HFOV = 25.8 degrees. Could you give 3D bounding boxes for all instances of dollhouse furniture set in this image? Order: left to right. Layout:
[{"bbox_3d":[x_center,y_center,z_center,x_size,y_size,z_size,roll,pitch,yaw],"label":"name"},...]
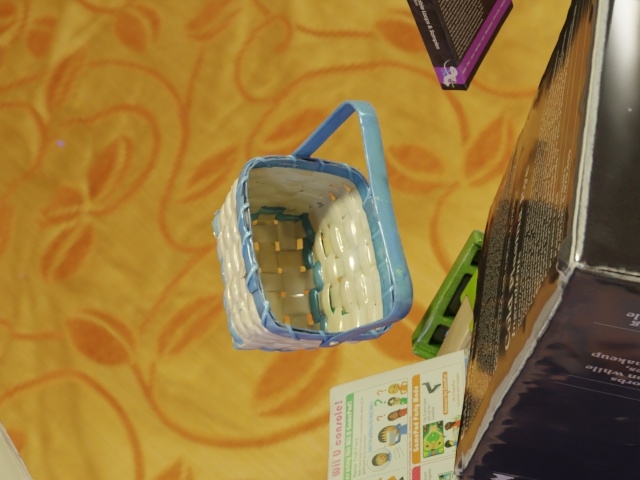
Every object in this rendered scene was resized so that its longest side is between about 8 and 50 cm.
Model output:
[{"bbox_3d":[0.270,0.136,1.485,0.197,0.301,0.151,-95,29,-71],"label":"dollhouse furniture set"}]

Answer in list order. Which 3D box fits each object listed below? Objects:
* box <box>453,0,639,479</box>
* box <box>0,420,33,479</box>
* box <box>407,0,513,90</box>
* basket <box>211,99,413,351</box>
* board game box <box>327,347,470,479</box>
[{"bbox_3d":[0.259,0.024,0.670,0.343,0.312,0.179,11,65,1],"label":"box"},{"bbox_3d":[-0.294,0.213,0.889,0.148,0.127,0.232,50,116,37],"label":"box"},{"bbox_3d":[0.107,-0.221,1.150,0.029,0.162,0.116,6,48,33],"label":"box"},{"bbox_3d":[0.000,0.000,1.628,0.289,0.201,0.255,-35,60,57],"label":"basket"},{"bbox_3d":[0.156,0.196,1.148,0.303,0.097,0.224,-17,43,21],"label":"board game box"}]
